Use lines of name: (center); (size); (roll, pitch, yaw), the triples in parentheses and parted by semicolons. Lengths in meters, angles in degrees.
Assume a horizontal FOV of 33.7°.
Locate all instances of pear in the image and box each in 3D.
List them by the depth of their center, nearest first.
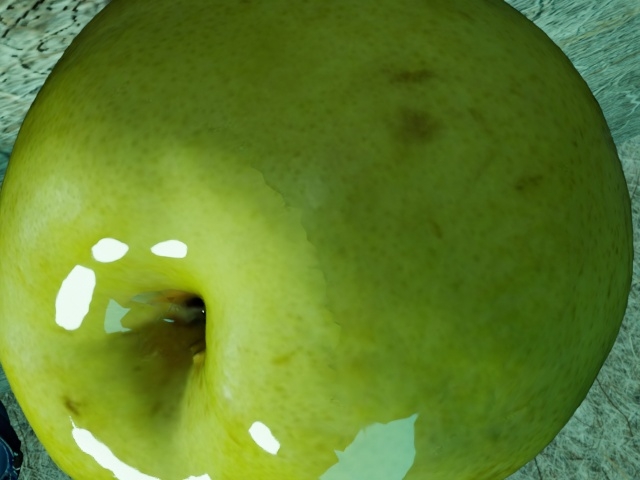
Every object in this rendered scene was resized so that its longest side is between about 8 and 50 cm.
pear: (0.000, 0.000, 0.522); (0.314, 0.314, 0.314); (-20, 174, -2)

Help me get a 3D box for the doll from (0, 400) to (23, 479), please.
doll: (-0.641, 0.332, 1.716); (0.310, 0.284, 0.240); (-27, -146, 24)
